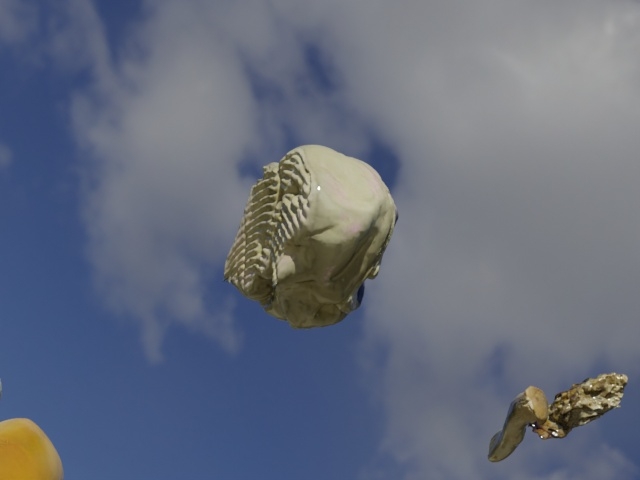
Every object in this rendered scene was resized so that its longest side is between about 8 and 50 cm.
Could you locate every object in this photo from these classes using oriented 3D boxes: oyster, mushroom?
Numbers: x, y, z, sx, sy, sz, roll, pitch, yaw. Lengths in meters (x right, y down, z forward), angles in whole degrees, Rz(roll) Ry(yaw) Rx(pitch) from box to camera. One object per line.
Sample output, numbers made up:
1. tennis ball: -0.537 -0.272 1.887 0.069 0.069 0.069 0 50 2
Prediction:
1. oyster: 0.417 0.262 1.934 0.177 0.105 0.056 -24 -79 12
2. mushroom: 0.315 0.303 1.928 0.054 0.059 0.202 22 -40 1

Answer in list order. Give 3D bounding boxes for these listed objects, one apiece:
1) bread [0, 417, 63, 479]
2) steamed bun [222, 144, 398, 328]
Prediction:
1. bread: -0.430 0.356 1.189 0.329 0.424 0.245 -6 -67 55
2. steamed bun: 0.000 0.000 1.806 0.206 0.275 0.320 13 -3 -26
